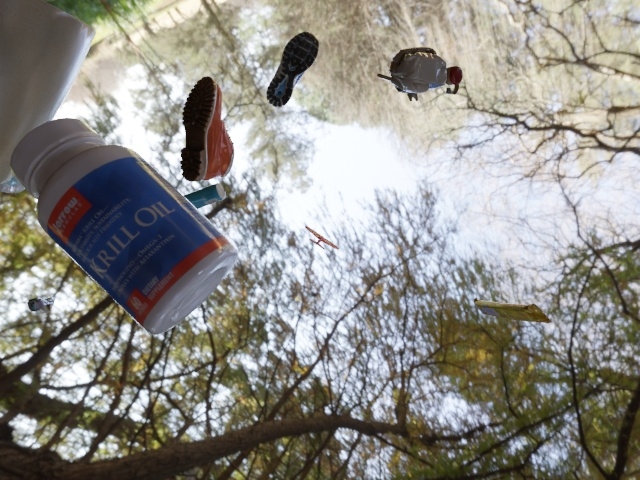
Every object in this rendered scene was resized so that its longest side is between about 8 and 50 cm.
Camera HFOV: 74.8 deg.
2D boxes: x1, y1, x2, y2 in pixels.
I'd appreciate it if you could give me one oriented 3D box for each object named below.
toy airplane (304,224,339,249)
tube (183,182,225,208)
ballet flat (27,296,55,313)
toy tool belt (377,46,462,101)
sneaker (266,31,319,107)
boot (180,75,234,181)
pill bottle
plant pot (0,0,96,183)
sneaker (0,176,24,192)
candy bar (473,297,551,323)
[{"bbox_3d":[0.000,0.000,1.485,0.028,0.151,0.151,-56,-148,10],"label":"toy airplane"},{"bbox_3d":[-0.395,-0.117,1.282,0.206,0.080,0.052,-18,-132,11],"label":"tube"},{"bbox_3d":[-0.684,0.161,1.030,0.041,0.041,0.114,-39,-177,-14],"label":"ballet flat"},{"bbox_3d":[0.105,-0.176,0.445,0.083,0.052,0.051,-10,-165,-34],"label":"toy tool belt"},{"bbox_3d":[-0.064,-0.355,0.866,0.162,0.063,0.073,-54,-161,11],"label":"sneaker"},{"bbox_3d":[-0.170,-0.172,0.661,0.059,0.158,0.084,22,-162,31],"label":"boot"},{"bbox_3d":[-0.205,-0.019,0.439,0.124,0.221,0.124,-48,177,-4],"label":"pill bottle"},{"bbox_3d":[-0.509,-0.234,0.619,0.256,0.256,0.274,34,-74,54],"label":"plant pot"},{"bbox_3d":[-1.033,-0.262,1.186,0.150,0.365,0.135,-51,-134,27],"label":"sneaker"},{"bbox_3d":[0.309,0.115,0.696,0.018,0.040,0.161,-47,-174,-12],"label":"candy bar"}]
